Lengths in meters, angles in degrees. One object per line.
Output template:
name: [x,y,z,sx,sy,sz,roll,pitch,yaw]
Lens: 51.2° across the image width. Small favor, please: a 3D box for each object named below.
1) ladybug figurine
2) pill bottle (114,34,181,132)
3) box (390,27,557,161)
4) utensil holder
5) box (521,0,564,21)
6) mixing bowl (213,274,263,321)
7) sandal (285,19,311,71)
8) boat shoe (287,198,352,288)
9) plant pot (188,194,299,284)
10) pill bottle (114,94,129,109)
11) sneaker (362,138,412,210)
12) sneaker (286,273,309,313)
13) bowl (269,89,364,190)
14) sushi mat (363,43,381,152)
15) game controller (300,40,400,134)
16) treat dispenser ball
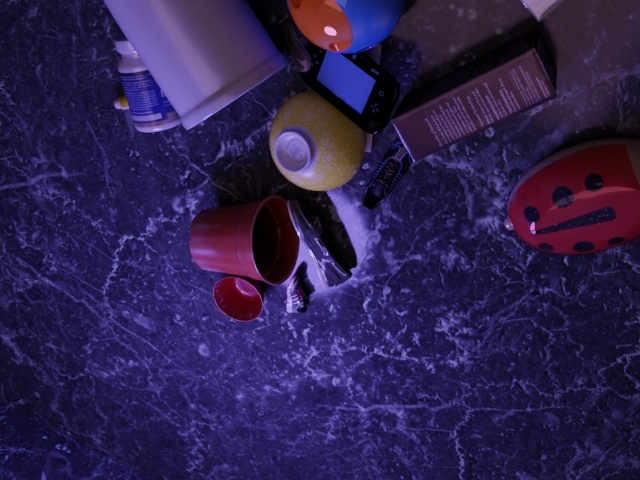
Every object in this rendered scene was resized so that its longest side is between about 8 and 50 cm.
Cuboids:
ladybug figurine: [0.694,-0.092,1.725,0.449,0.162,0.305,-22,111,30]
pill bottle: [-0.498,-0.461,1.935,0.153,0.153,0.265,1,121,20]
box: [0.381,-0.357,1.658,0.381,0.191,0.143,-21,111,30]
utensil holder: [-0.320,-0.537,1.727,0.327,0.328,0.386,-24,107,30]
box: [0.513,-0.575,1.529,0.087,0.101,0.102,44,123,-10]
mixing bowl: [-0.265,0.175,2.277,0.181,0.098,0.182,9,123,14]
sandal: [-0.054,-0.510,1.760,0.049,0.180,0.072,-9,143,-23]
boat shoe: [0.000,0.000,2.078,0.095,0.112,0.335,-20,118,10]
plant pot: [-0.245,-0.002,2.079,0.265,0.272,0.273,1,121,29]
pill bottle: [-0.593,-0.427,2.057,0.083,0.043,0.043,-6,118,23]
sneaker: [0.191,-0.181,1.896,0.081,0.090,0.232,29,126,1]
sneaker: [-0.071,0.182,2.235,0.074,0.063,0.170,14,129,12]
bowl: [-0.040,-0.262,1.851,0.289,0.156,0.290,12,116,27]
sushi mat: [0.082,-0.399,1.846,0.151,0.019,0.317,11,123,12]
game controller: [0.072,-0.417,1.729,0.319,0.067,0.167,43,138,24]
treat dispenser ball: [0.062,-0.589,1.571,0.288,0.288,0.288,9,123,15]
